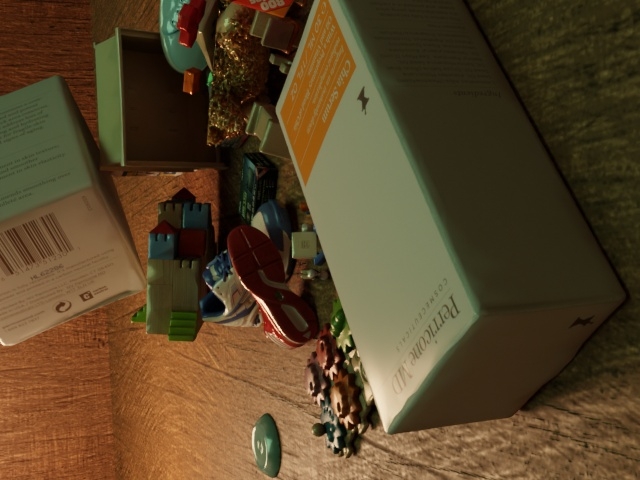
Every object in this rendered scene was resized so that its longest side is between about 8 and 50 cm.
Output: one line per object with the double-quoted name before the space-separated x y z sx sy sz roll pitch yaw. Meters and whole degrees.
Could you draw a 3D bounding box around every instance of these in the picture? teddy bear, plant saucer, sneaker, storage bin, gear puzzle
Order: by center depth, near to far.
"gear puzzle" 0.034 0.171 1.249 0.339 0.044 0.175 111 147 -47
"sneaker" -0.097 0.090 1.460 0.221 0.087 0.128 61 154 12
"teddy bear" -0.124 -0.295 1.468 0.245 0.113 0.338 -90 9 -53
"sneaker" -0.135 0.053 1.543 0.112 0.131 0.296 -113 31 -42
"sneaker" -0.219 -0.474 1.613 0.150 0.135 0.366 -108 30 -66
"plant saucer" -0.105 0.385 1.645 0.119 0.021 0.119 177 90 -68
"storage bin" -0.313 -0.271 1.775 0.123 0.260 0.262 -4 89 50

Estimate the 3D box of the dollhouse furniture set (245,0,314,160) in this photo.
"dollhouse furniture set" 0.000 -0.243 1.248 0.262 0.135 0.259 53 128 53

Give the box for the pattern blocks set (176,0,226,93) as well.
"pattern blocks set" -0.179 -0.385 1.499 0.325 0.026 0.285 99 -169 -71

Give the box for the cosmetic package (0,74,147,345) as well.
"cosmetic package" -0.600 -0.068 1.839 0.327 0.329 0.394 74 171 -48

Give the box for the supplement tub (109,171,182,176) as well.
"supplement tub" -0.379 -0.218 1.996 0.144 0.199 0.144 177 90 -68

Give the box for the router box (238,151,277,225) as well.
"router box" -0.115 -0.089 1.596 0.092 0.038 0.122 -133 46 -58

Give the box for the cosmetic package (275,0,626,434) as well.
"cosmetic package" 0.104 -0.056 0.931 0.230 0.161 0.453 115 144 -48

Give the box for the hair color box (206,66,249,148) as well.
"hair color box" -0.177 -0.273 1.705 0.093 0.053 0.167 144 122 -62

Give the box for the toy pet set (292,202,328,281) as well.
"toy pet set" 0.000 0.000 1.339 0.114 0.065 0.122 19 -111 -77

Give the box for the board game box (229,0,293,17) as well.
"board game box" -0.144 -0.569 1.090 0.356 0.356 0.357 -50 39 46

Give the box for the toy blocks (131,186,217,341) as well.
"toy blocks" -0.274 0.032 1.770 0.381 0.190 0.261 -90 2 -83
